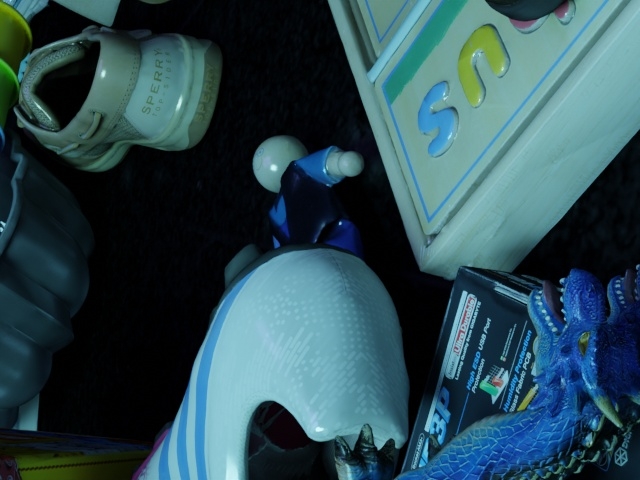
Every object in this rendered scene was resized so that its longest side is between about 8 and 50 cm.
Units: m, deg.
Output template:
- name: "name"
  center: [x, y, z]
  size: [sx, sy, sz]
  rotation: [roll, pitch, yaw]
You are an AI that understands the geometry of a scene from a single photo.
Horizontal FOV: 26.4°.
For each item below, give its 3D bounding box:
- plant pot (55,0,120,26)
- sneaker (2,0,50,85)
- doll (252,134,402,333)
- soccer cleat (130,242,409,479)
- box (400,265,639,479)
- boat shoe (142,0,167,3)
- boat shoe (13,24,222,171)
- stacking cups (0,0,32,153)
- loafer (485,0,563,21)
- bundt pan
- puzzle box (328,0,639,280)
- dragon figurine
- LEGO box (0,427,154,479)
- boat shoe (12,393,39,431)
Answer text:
- name: "plant pot"
  center: [-0.240, -0.280, 1.298]
  size: [0.109, 0.096, 0.109]
  rotation: [50, 124, 55]
- name: "sneaker"
  center: [-0.357, -0.279, 1.477]
  size: [0.110, 0.122, 0.283]
  rotation: [48, 121, 56]
- name: "doll"
  center: [0.000, 0.000, 0.822]
  size: [0.189, 0.046, 0.129]
  rotation: [-112, 31, -45]
- name: "soccer cleat"
  center: [-0.038, 0.150, 0.720]
  size: [0.143, 0.116, 0.331]
  rotation: [-108, 27, -43]
- name: "box"
  center: [0.096, 0.138, 0.599]
  size: [0.175, 0.051, 0.220]
  rotation: [26, 103, 60]
- name: "boat shoe"
  center: [-0.071, -0.302, 1.026]
  size: [0.285, 0.104, 0.089]
  rotation: [-52, 1, 31]
- name: "boat shoe"
  center: [-0.201, -0.131, 1.160]
  size: [0.341, 0.110, 0.121]
  rotation: [-4, 77, 60]
- name: "stacking cups"
  center: [-0.305, -0.069, 1.146]
  size: [0.096, 0.096, 0.316]
  rotation: [-49, 32, 42]
- name: "loafer"
  center: [0.108, -0.194, 0.562]
  size: [0.220, 0.078, 0.080]
  rotation: [-64, 33, 25]
- name: "bundt pan"
  center: [-0.325, 0.064, 1.235]
  size: [0.331, 0.124, 0.331]
  rotation: [-32, 39, 31]
- name: "puzzle box"
  center: [0.136, -0.205, 0.652]
  size: [0.409, 0.052, 0.272]
  rotation: [-54, 38, 36]
- name: "dragon figurine"
  center: [0.068, 0.145, 0.506]
  size: [0.144, 0.085, 0.289]
  rotation: [-5, 75, 59]
- name: "LEGO box"
  center: [-0.246, 0.359, 0.752]
  size: [0.193, 0.372, 0.500]
  rotation: [3, 85, 17]
- name: "boat shoe"
  center: [-0.297, 0.204, 1.264]
  size: [0.063, 0.066, 0.184]
  rotation: [124, 144, -52]
